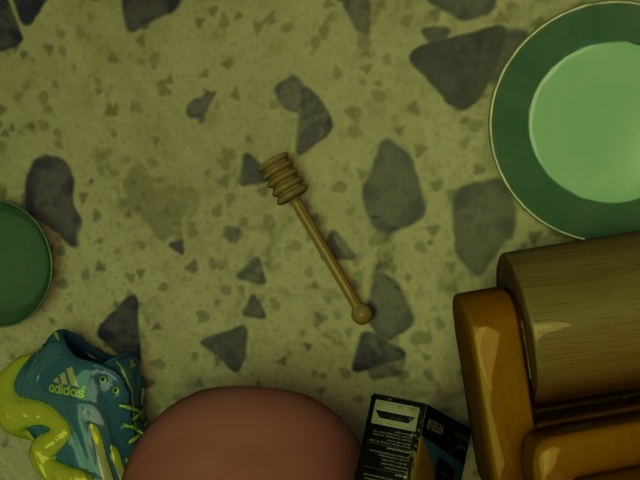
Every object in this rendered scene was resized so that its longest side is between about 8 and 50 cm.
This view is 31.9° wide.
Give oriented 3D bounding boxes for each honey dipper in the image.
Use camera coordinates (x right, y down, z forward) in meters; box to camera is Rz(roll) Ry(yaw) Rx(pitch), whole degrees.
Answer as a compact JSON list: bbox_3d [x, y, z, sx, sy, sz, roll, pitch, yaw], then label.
[{"bbox_3d":[0.000,0.000,0.949,0.030,0.030,0.161,-32,87,17],"label":"honey dipper"}]

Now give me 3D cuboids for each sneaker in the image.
[{"bbox_3d":[-0.186,0.175,0.989,0.240,0.091,0.126,42,104,11],"label":"sneaker"}]

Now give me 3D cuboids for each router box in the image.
[{"bbox_3d":[0.067,0.194,0.849,0.046,0.179,0.133,9,79,20],"label":"router box"}]

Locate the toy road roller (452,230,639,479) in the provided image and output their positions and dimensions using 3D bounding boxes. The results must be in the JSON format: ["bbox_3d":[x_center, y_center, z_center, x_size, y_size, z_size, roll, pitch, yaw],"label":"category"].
[{"bbox_3d":[0.225,0.160,0.763,0.202,0.240,0.330,-10,89,-2],"label":"toy road roller"}]

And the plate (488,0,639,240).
[{"bbox_3d":[0.226,-0.091,0.873,0.188,0.024,0.188,1,94,17],"label":"plate"}]

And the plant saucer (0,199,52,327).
[{"bbox_3d":[-0.298,0.021,1.045,0.119,0.021,0.119,1,95,18],"label":"plant saucer"}]

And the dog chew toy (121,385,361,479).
[{"bbox_3d":[-0.061,0.286,0.860,0.206,0.206,0.332,-5,66,17],"label":"dog chew toy"}]
